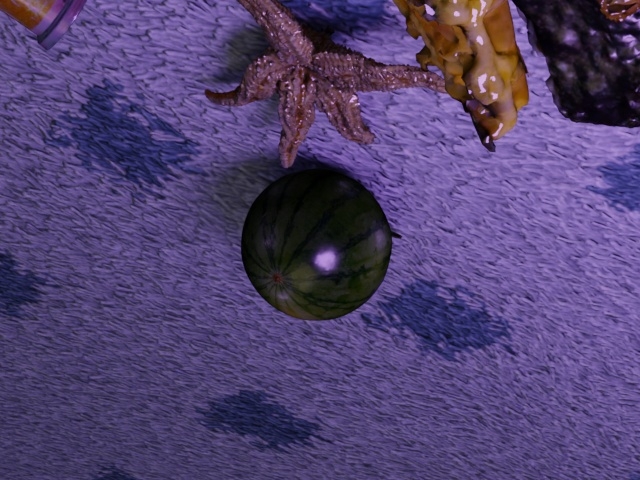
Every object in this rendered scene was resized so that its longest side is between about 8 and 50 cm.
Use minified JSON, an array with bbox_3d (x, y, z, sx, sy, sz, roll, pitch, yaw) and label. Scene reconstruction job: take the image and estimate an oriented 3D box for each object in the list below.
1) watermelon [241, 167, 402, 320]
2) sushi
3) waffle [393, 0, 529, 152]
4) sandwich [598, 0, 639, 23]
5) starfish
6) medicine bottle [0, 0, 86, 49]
[{"bbox_3d":[0.000,0.000,2.163,0.188,0.214,0.188,13,120,23],"label":"watermelon"},{"bbox_3d":[0.257,-0.262,1.559,0.170,0.211,0.350,-11,117,31],"label":"sushi"},{"bbox_3d":[0.069,-0.279,1.581,0.095,0.380,0.382,-31,138,-1],"label":"waffle"},{"bbox_3d":[0.253,-0.359,1.351,0.271,0.099,0.301,-37,85,23],"label":"sandwich"},{"bbox_3d":[0.000,-0.175,1.976,0.301,0.084,0.293,22,152,1],"label":"starfish"},{"bbox_3d":[-0.445,-0.363,1.892,0.426,0.108,0.108,32,146,-19],"label":"medicine bottle"}]
